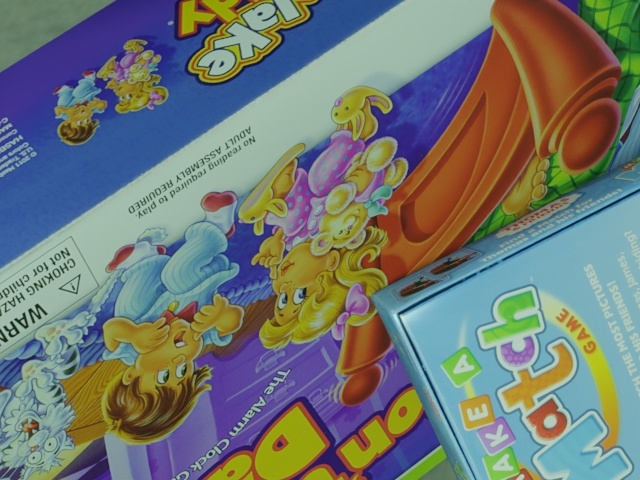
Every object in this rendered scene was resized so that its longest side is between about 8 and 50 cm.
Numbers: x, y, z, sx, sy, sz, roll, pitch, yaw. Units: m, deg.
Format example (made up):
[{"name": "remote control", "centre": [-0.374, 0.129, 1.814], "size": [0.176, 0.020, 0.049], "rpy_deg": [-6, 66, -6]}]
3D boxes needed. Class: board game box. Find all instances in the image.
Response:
[{"name": "board game box", "centre": [0.000, 0.000, 0.568], "size": [0.347, 0.233, 0.078], "rpy_deg": [-35, 51, -13]}, {"name": "board game box", "centre": [0.145, 0.043, 0.550], "size": [0.211, 0.160, 0.039], "rpy_deg": [-27, 14, -7]}]
